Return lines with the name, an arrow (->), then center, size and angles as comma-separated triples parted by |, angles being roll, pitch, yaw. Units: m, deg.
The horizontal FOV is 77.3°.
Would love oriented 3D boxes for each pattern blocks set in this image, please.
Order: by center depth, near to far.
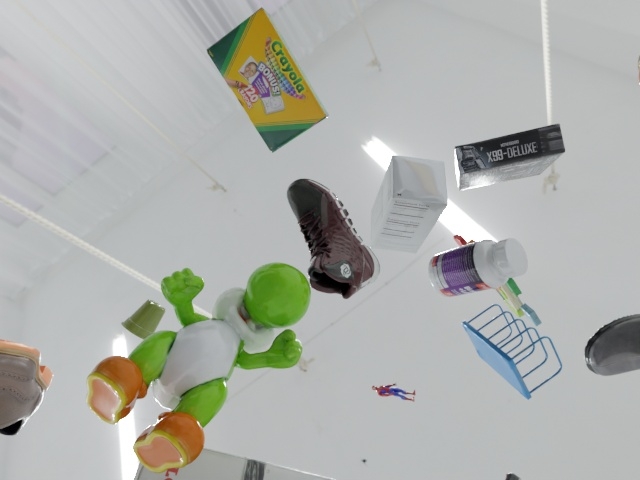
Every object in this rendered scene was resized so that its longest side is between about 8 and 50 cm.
pattern blocks set -> 0.497, 0.108, 1.152 | 0.026, 0.285, 0.325 | -36, -174, 7

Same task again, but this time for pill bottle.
pill bottle -> 0.346, 0.059, 0.888 | 0.193, 0.108, 0.108 | -27, -139, 52

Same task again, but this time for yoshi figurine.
yoshi figurine -> -0.133, 0.134, 0.601 | 0.203, 0.203, 0.362 | 2, -158, 25

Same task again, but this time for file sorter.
file sorter -> 0.425, 0.236, 0.895 | 0.104, 0.118, 0.170 | -34, -160, -3

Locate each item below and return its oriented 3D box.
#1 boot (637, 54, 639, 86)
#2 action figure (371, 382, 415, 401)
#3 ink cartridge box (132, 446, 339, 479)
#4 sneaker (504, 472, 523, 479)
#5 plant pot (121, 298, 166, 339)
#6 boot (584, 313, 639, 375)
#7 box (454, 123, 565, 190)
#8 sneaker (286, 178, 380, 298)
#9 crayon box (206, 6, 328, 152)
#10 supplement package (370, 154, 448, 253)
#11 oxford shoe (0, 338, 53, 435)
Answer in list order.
boot -> 0.489, -0.226, 0.500 | 0.158, 0.059, 0.084 | -17, -128, 64
action figure -> 0.194, 0.404, 1.071 | 0.115, 0.030, 0.038 | 1, -147, 20
ink cartridge box -> -0.124, 0.512, 0.622 | 0.395, 0.166, 0.285 | 19, -128, -7
sneaker -> 0.262, 0.394, 0.586 | 0.119, 0.047, 0.057 | -46, -167, -3
plant pot -> -0.418, 0.187, 0.964 | 0.083, 0.083, 0.079 | 21, -108, 39
boot -> 0.770, 0.231, 0.840 | 0.338, 0.118, 0.223 | -26, -173, 10
box -> 0.505, -0.218, 1.117 | 0.242, 0.307, 0.076 | -10, -95, 19
sneaker -> 0.000, 0.000, 0.828 | 0.106, 0.281, 0.162 | -43, 175, 39
crayon box -> -0.121, -0.379, 0.973 | 0.165, 0.278, 0.081 | -30, -166, 14
supplement package -> 0.221, -0.086, 1.044 | 0.134, 0.244, 0.139 | 7, -119, -3
oxford shoe -> -0.573, 0.262, 0.700 | 0.130, 0.364, 0.133 | 6, -123, -10
